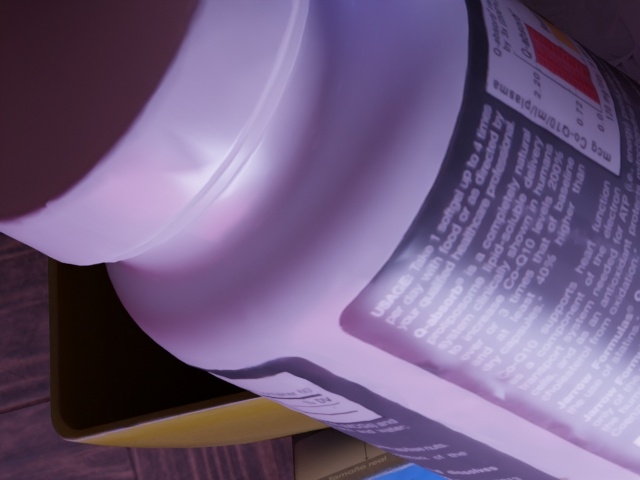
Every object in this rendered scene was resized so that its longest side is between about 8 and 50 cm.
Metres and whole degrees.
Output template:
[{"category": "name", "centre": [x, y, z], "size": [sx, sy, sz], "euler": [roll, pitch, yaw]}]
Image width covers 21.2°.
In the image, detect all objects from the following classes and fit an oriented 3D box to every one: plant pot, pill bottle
[{"category": "plant pot", "centre": [0.000, 0.000, 0.877], "size": [0.212, 0.212, 0.187], "euler": [-14, 157, 23]}, {"category": "pill bottle", "centre": [0.027, -0.013, 0.581], "size": [0.278, 0.162, 0.162], "euler": [28, 152, -36]}]

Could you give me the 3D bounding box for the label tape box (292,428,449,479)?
[{"category": "label tape box", "centre": [0.105, 0.072, 1.053], "size": [0.240, 0.106, 0.334], "euler": [-21, -157, 7]}]

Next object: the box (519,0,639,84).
[{"category": "box", "centre": [0.223, -0.103, 0.736], "size": [0.262, 0.127, 0.231], "euler": [-14, 164, 39]}]
